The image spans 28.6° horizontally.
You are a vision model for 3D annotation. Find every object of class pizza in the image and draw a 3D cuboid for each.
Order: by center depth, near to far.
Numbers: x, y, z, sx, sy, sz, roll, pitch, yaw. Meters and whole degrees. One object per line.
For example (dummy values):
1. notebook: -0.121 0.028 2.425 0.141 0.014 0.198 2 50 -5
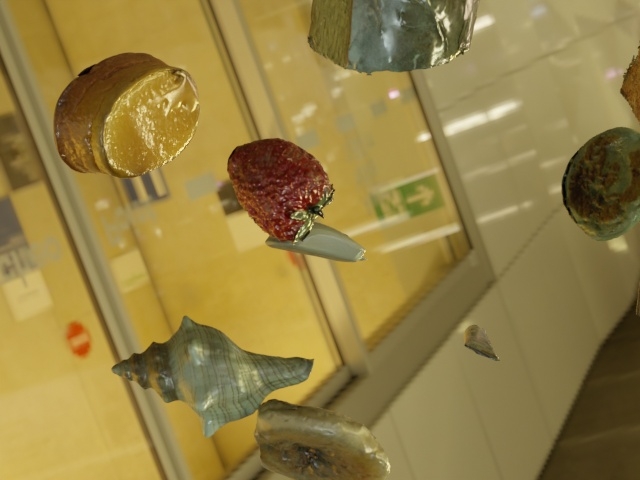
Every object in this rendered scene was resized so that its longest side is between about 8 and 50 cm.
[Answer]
1. pizza: 0.436 -0.201 1.656 0.036 0.185 0.176 3 167 -4

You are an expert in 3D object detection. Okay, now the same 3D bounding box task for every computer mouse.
1. computer mouse: 0.000 0.000 2.065 0.181 0.056 0.089 12 179 -23

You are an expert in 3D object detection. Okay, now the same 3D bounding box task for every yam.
1. yam: 0.098 -0.343 1.464 0.201 0.271 0.202 -10 -154 -16

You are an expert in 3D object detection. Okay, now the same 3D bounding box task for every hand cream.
1. hand cream: 0.260 0.171 2.060 0.039 0.061 0.143 -63 180 8

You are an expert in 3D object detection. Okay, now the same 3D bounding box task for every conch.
1. conch: -0.144 0.174 1.569 0.233 0.137 0.114 17 174 13

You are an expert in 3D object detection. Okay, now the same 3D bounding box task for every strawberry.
1. strawberry: -0.058 -0.073 1.713 0.131 0.148 0.131 -53 -168 17

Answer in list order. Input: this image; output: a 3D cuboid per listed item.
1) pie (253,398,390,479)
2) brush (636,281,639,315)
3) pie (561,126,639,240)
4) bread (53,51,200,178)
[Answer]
1. pie: 0.003 0.273 1.643 0.185 0.218 0.052 9 -123 13
2. brush: 0.586 0.076 2.221 0.036 0.043 0.248 -37 148 -12
3. pie: 0.580 -0.111 2.482 0.240 0.241 0.054 -14 156 42
4. bread: -0.327 -0.210 2.122 0.142 0.195 0.269 18 -144 32
